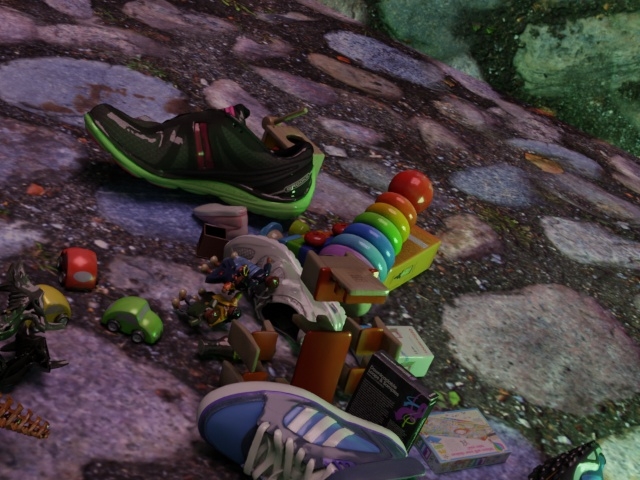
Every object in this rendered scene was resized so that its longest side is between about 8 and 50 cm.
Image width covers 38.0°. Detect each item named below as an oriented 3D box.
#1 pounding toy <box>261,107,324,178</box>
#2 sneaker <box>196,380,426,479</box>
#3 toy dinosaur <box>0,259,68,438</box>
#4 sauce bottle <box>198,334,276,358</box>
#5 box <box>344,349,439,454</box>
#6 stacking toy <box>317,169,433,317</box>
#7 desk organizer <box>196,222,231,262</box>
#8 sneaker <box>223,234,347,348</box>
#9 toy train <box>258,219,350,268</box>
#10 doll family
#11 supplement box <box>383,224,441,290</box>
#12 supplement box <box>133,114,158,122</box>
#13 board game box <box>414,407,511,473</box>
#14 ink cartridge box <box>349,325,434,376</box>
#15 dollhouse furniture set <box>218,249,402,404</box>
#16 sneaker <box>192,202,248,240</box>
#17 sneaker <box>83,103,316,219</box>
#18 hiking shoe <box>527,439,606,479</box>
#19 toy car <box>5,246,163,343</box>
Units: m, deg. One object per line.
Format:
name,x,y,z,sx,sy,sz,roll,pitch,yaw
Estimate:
pounding toy,-0.091,-0.212,2.051,0.094,0.181,0.206,-4,38,-39
sneaker,-0.016,0.317,1.233,0.323,0.130,0.236,19,21,-9
toy dinosaur,-0.468,0.160,1.244,0.218,0.164,0.322,-31,76,-39
sauce bottle,-0.136,0.174,1.511,0.128,0.042,0.042,1,35,-31
box,0.098,0.261,1.397,0.116,0.162,0.029,38,32,26
stacking toy,0.114,-0.010,1.762,0.141,0.141,0.330,31,58,16
desk organizer,-0.165,0.013,1.753,0.130,0.050,0.047,14,30,-15
sneaker,-0.083,0.085,1.634,0.281,0.105,0.115,36,37,29
toy train,0.000,0.000,1.855,0.143,0.105,0.248,24,26,32
doll family,-0.153,0.085,1.574,0.111,0.076,0.193,20,63,36
supplement box,0.157,0.041,1.903,0.080,0.078,0.233,33,30,19
supplement box,-0.396,-0.233,2.008,0.043,0.055,0.083,32,29,17
board game box,0.222,0.324,1.516,0.154,0.026,0.103,1,35,-34
ink cartridge box,0.125,0.195,1.642,0.123,0.052,0.088,5,33,-31
dollhouse furniture set,0.008,0.156,1.416,0.262,0.259,0.135,2,25,-30
sneaker,-0.195,-0.033,1.825,0.134,0.070,0.051,6,25,37
sneaker,-0.234,-0.195,1.873,0.483,0.202,0.185,15,11,-19
hiking shoe,0.388,0.413,1.435,0.132,0.113,0.304,61,30,5
toy car,-0.352,0.094,1.482,0.225,0.053,0.239,23,29,2
